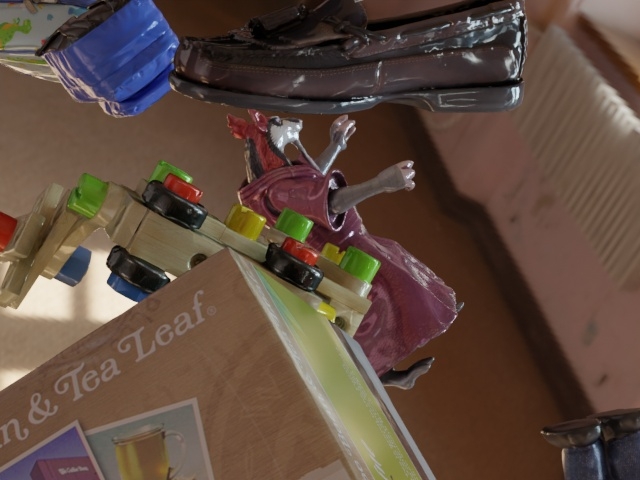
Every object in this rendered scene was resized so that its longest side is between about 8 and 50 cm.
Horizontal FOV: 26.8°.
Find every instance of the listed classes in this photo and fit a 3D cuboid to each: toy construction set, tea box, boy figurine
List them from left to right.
[{"bbox_3d":[-0.096,0.207,0.826,0.220,0.329,0.323,60,6,20],"label":"tea box"},{"bbox_3d":[-0.097,0.016,1.058,0.327,0.151,0.215,13,9,-19],"label":"toy construction set"},{"bbox_3d":[0.307,0.305,1.287,0.177,0.285,0.092,-15,-3,-18],"label":"boy figurine"}]

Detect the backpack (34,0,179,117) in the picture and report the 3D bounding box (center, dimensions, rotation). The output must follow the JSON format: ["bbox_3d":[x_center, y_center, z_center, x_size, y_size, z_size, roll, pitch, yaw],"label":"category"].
[{"bbox_3d":[-0.167,-0.159,1.137,0.101,0.098,0.120,48,-15,-15],"label":"backpack"}]

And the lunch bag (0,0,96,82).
[{"bbox_3d":[-0.324,-0.248,1.663,0.176,0.090,0.219,3,-3,13],"label":"lunch bag"}]

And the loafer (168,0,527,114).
[{"bbox_3d":[0.028,-0.150,1.010,0.302,0.095,0.109,-3,22,-31],"label":"loafer"}]

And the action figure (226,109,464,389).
[{"bbox_3d":[0.000,0.000,1.601,0.370,0.275,0.248,48,1,-7],"label":"action figure"}]
